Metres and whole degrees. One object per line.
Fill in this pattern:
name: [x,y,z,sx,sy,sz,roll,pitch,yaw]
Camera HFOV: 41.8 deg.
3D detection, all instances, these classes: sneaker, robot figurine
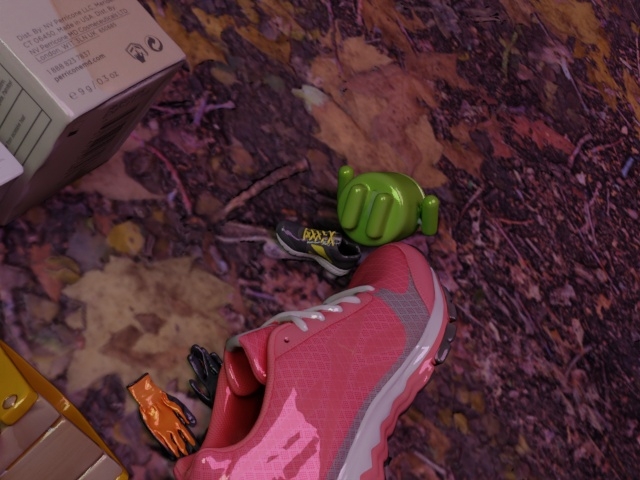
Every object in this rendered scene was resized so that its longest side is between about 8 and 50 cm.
sneaker: [0.000,0.000,0.737,0.083,0.035,0.031,26,49,-23]
robot figurine: [0.058,-0.030,0.767,0.101,0.067,0.115,18,11,21]
sneaker: [0.002,0.089,0.616,0.136,0.116,0.314,44,45,-16]

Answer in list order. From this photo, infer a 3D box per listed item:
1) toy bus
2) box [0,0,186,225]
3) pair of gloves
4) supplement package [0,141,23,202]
toy bus: [-0.206,0.145,0.431,0.202,0.191,0.104,0,20,-39]
box: [-0.259,-0.181,0.570,0.311,0.148,0.121,49,43,-4]
pair of gloves: [-0.092,0.118,0.607,0.083,0.010,0.074,-27,81,-46]
supplement package: [-0.288,-0.063,0.499,0.179,0.105,0.105,49,45,-3]
